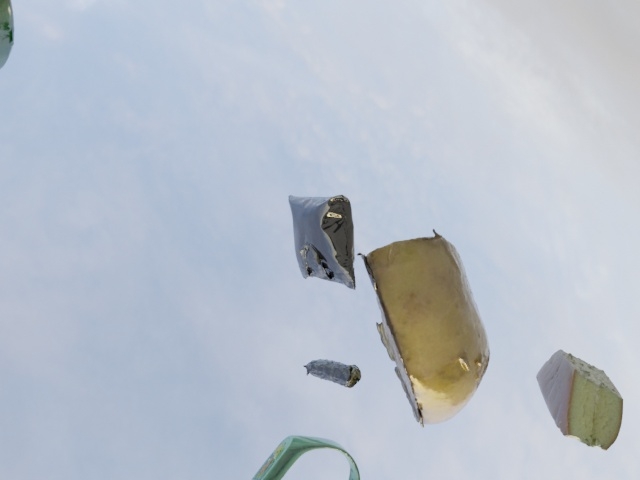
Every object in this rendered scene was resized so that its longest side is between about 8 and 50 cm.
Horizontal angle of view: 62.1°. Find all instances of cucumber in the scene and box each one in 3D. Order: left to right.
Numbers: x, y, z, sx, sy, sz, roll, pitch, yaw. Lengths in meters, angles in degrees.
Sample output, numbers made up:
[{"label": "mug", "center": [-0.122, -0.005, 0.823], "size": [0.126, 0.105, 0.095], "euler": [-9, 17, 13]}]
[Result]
[{"label": "cucumber", "center": [0.023, 0.285, 1.163], "size": [0.053, 0.181, 0.053], "euler": [2, -94, -38]}]

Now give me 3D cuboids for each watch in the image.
[{"label": "watch", "center": [-0.036, 0.486, 1.010], "size": [0.195, 0.068, 0.237], "euler": [43, -104, -7]}]

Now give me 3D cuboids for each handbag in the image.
[{"label": "handbag", "center": [0.000, 0.000, 1.205], "size": [0.089, 0.254, 0.211], "euler": [-14, -80, -27]}]

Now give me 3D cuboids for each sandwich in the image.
[{"label": "sandwich", "center": [0.447, 0.262, 0.925], "size": [0.094, 0.096, 0.258], "euler": [25, -166, 5]}]

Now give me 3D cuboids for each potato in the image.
[{"label": "potato", "center": [0.111, 0.095, 0.505], "size": [0.098, 0.243, 0.138], "euler": [-20, -115, 2]}]

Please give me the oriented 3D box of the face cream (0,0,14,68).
[{"label": "face cream", "center": [-0.436, -0.154, 0.365], "size": [0.312, 0.219, 0.357], "euler": [58, -140, -21]}]
